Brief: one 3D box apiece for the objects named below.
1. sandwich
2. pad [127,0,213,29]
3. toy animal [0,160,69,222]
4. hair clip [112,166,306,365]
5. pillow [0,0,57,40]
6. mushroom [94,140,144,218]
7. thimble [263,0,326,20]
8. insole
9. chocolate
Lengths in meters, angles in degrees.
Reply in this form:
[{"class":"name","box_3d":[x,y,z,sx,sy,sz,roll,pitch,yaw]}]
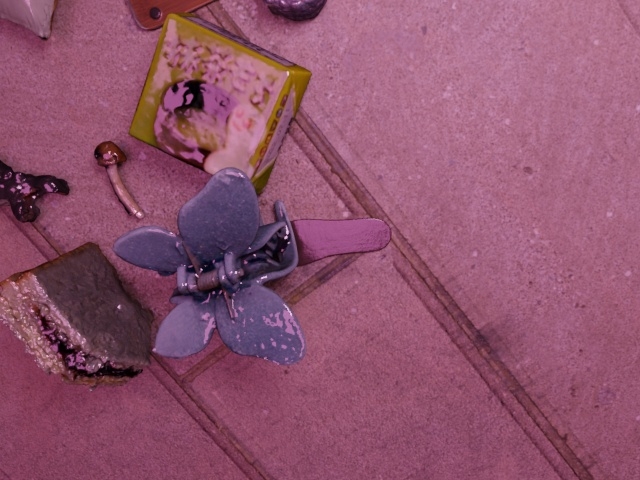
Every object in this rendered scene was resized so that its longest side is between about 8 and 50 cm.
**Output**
[{"class":"sandwich","box_3d":[-0.509,0.179,1.013,0.131,0.262,0.325,-34,99,10]},{"class":"pad","box_3d":[-0.301,-0.617,0.927,0.287,0.018,0.284,-20,101,8]},{"class":"toy animal","box_3d":[-0.764,-0.137,1.042,0.343,0.106,0.168,26,98,-8]},{"class":"hair clip","box_3d":[-0.207,0.057,0.962,0.318,0.238,0.392,-16,104,12]},{"class":"pillow","box_3d":[-0.638,-0.603,0.905,0.310,0.119,0.312,23,105,3]},{"class":"mushroom","box_3d":[-0.454,-0.137,1.045,0.060,0.061,0.187,-7,115,20]},{"class":"thimble","box_3d":[-0.053,-0.513,0.887,0.150,0.098,0.150,1,103,4]},{"class":"insole","box_3d":[0.000,0.000,1.055,0.328,0.007,0.111,-7,104,7]},{"class":"chocolate","box_3d":[-0.211,-0.278,0.938,0.301,0.137,0.288,25,104,-2]}]
